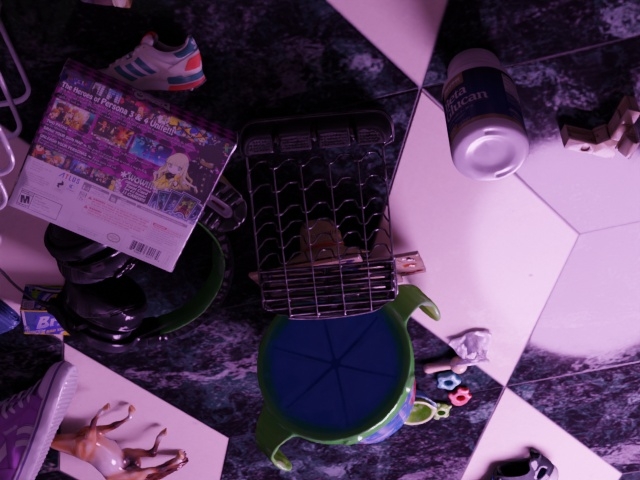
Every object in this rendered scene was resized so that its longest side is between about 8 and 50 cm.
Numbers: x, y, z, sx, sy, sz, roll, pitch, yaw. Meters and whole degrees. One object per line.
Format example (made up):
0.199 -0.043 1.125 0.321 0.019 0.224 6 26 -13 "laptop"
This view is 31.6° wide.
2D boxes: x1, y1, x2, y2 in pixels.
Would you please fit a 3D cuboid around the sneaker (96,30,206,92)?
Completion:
-0.226 -0.224 1.415 0.161 0.057 0.075 -3 116 5 "sneaker"

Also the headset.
-0.310 0.061 1.575 0.394 0.185 0.244 -7 123 -15 "headset"

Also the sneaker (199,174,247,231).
-0.192 -0.090 1.527 0.208 0.094 0.081 42 96 -11 "sneaker"

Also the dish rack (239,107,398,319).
0.003 -0.031 1.508 0.208 0.074 0.272 -4 105 5 "dish rack"

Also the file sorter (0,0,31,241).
-0.466 -0.131 1.342 0.192 0.278 0.173 -7 139 5 "file sorter"

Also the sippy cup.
0.045 0.210 1.723 0.305 0.240 0.224 -12 157 11 "sippy cup"

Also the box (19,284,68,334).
-0.371 0.108 1.736 0.168 0.054 0.059 2 135 -3 "box"

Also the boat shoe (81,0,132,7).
-0.261 -0.351 1.260 0.073 0.080 0.224 -8 139 -1 "boat shoe"

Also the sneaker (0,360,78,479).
-0.515 0.289 1.885 0.161 0.102 0.282 30 116 -1 "sneaker"

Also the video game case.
-0.252 -0.090 1.435 0.232 0.042 0.210 23 116 -13 "video game case"

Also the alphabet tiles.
0.033 0.051 1.653 0.237 0.009 0.198 -10 164 8 "alphabet tiles"

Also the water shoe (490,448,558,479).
0.343 0.450 2.102 0.203 0.073 0.080 -35 104 24 "water shoe"

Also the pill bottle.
0.199 -0.161 1.398 0.094 0.169 0.094 -1 134 -1 "pill bottle"

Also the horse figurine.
-0.356 0.367 1.989 0.174 0.066 0.263 -36 123 23 "horse figurine"

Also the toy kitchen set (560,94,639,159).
0.373 -0.143 1.492 0.075 0.068 0.083 11 133 -12 "toy kitchen set"

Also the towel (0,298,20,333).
-0.532 0.130 1.770 0.119 0.029 0.067 -26 130 22 "towel"

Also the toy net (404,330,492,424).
0.224 0.237 1.887 0.122 0.045 0.232 22 130 -22 "toy net"

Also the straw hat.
0.000 0.000 1.625 0.144 0.061 0.144 -9 175 -1 "straw hat"
